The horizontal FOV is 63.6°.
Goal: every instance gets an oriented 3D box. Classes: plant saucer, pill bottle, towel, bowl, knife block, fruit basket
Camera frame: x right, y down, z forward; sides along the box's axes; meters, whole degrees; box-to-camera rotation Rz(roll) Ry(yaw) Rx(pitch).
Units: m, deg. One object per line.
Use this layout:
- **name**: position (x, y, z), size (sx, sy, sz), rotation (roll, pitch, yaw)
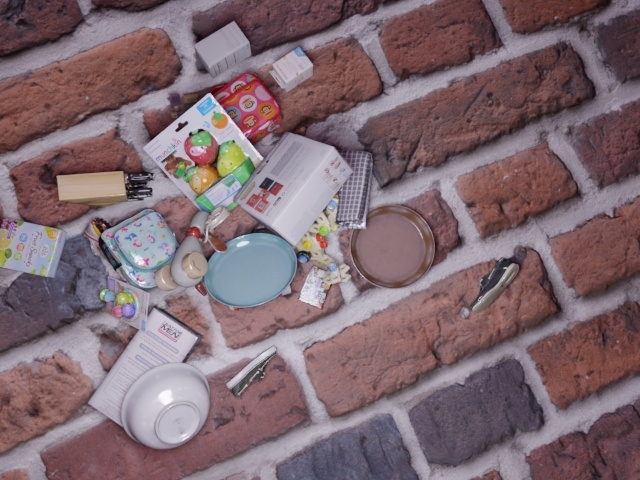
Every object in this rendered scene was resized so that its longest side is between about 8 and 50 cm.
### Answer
- **plant saucer**: position (0.259, 0.024, 1.890), size (0.311, 0.050, 0.310), rotation (0, 82, -3)
- **pill bottle**: position (-0.221, 0.164, 1.814), size (0.221, 0.121, 0.121), rotation (-14, 83, -4)
- **towel**: position (0.059, -0.187, 1.851), size (0.235, 0.121, 0.283), rotation (6, 79, 11)
- **bowl**: position (-0.480, 0.558, 1.670), size (0.298, 0.134, 0.297), rotation (-8, 107, -30)
- **knife block**: position (-0.721, -0.189, 1.788), size (0.242, 0.276, 0.088), rotation (-14, 82, 26)
- **fruit basket**: position (-0.382, -0.265, 1.771), size (0.327, 0.165, 0.353), rotation (-31, 116, 20)
- **plant saucer**: position (-0.234, 0.105, 1.755), size (0.318, 0.043, 0.317), rotation (-5, 48, 6)

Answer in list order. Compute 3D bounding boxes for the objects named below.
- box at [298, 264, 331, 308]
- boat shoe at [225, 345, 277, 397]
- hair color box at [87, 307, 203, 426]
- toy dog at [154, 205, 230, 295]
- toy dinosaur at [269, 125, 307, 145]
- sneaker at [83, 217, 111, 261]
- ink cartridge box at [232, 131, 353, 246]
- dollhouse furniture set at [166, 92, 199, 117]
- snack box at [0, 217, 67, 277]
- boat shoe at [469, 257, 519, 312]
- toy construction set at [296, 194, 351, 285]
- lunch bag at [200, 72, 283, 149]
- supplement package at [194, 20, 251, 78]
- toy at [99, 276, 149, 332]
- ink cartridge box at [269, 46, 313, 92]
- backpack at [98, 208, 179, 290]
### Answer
- **box**: position (-0.013, 0.168, 1.869), size (0.094, 0.027, 0.136), rotation (22, 82, 0)
- **boat shoe**: position (-0.227, 0.456, 1.800), size (0.219, 0.078, 0.070), rotation (-42, 85, 1)
- **hair color box**: position (-0.591, 0.436, 1.766), size (0.185, 0.113, 0.374), rotation (33, 83, 2)
- **toy dog**: position (-0.400, 0.053, 1.721), size (0.161, 0.220, 0.333), rotation (53, 50, -32)
- **toy dinosaur**: position (-0.121, -0.248, 1.833), size (0.127, 0.200, 0.295), rotation (4, 81, -3)
- **sneaker**: position (-0.755, 0.032, 1.840), size (0.093, 0.088, 0.225), rotation (-34, 89, 20)
- **ink cartridge box**: position (-0.096, -0.178, 1.669), size (0.309, 0.130, 0.272), rotation (-52, 43, -6)
- **dollhouse furniture set**: position (-0.520, -0.524, 1.953), size (0.114, 0.090, 0.081), rotation (-16, 40, -26)
- **snack box**: position (-1.030, 0.026, 1.825), size (0.207, 0.070, 0.174), rotation (12, 81, -3)
- **boat shoe**: position (0.620, 0.164, 1.883), size (0.233, 0.084, 0.079), rotation (-50, 49, -1)
- **toy construction set**: position (0.000, 0.000, 1.781), size (0.215, 0.151, 0.327), rotation (-3, 117, 25)
- **lunch bag**: position (-0.312, -0.471, 1.904), size (0.293, 0.120, 0.258), rotation (-37, 81, -4)
- **supplement package**: position (-0.364, -0.713, 1.936), size (0.179, 0.105, 0.105), rotation (-34, 86, -7)
- **toy**: position (-0.673, 0.216, 1.744), size (0.237, 0.056, 0.136), rotation (15, 103, 38)
- **ink cartridge box**: position (-0.112, -0.637, 1.944), size (0.143, 0.090, 0.092), rotation (-35, 85, -5)
- **backpack**: position (-0.599, 0.038, 1.768), size (0.225, 0.191, 0.253), rotation (-36, 102, -34)
